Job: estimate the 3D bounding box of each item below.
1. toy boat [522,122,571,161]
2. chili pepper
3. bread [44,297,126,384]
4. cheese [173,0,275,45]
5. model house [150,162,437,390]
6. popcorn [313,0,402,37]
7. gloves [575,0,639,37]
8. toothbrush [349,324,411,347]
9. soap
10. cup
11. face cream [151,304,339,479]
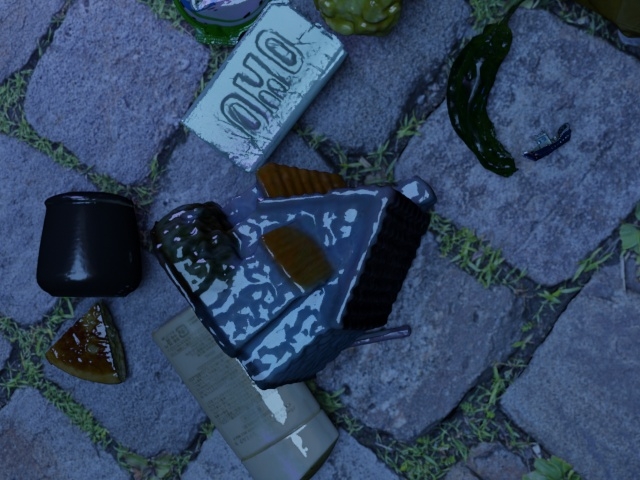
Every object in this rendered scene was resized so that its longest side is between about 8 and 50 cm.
[{"bbox_3d":[0.342,-0.150,1.410,0.083,0.038,0.038,-36,83,14],"label":"toy boat"},{"bbox_3d":[0.255,-0.239,1.417,0.122,0.065,0.278,7,96,6],"label":"chili pepper"},{"bbox_3d":[-0.384,0.194,1.611,0.136,0.054,0.154,46,108,10],"label":"bread"},{"bbox_3d":[-0.149,-0.476,1.500,0.204,0.083,0.320,8,96,14],"label":"cheese"},{"bbox_3d":[0.000,0.000,1.342,0.339,0.360,0.297,-36,76,9],"label":"model house"},{"bbox_3d":[0.073,-0.402,1.403,0.167,0.185,0.187,-17,109,54],"label":"popcorn"},{"bbox_3d":[0.460,-0.361,1.316,0.331,0.141,0.154,24,97,13],"label":"gloves"},{"bbox_3d":[-0.022,0.186,1.530,0.354,0.024,0.029,-13,95,15],"label":"toothbrush"},{"bbox_3d":[-0.085,-0.244,1.471,0.150,0.094,0.261,37,102,-10],"label":"soap"},{"bbox_3d":[-0.401,0.009,1.563,0.223,0.169,0.176,-3,88,46],"label":"cup"},{"bbox_3d":[-0.112,0.245,1.507,0.173,0.081,0.348,-35,91,17],"label":"face cream"}]
